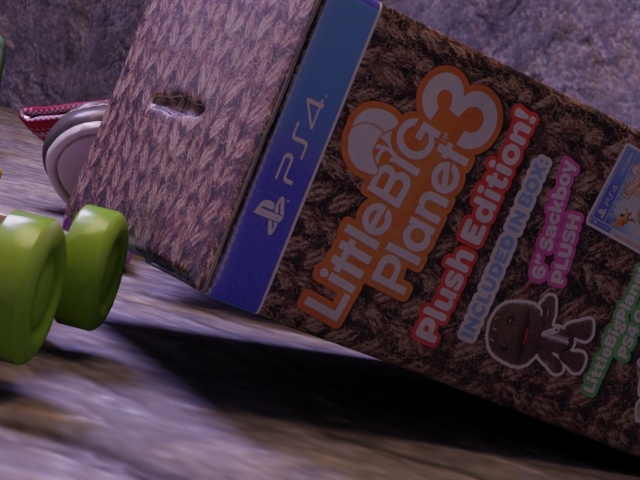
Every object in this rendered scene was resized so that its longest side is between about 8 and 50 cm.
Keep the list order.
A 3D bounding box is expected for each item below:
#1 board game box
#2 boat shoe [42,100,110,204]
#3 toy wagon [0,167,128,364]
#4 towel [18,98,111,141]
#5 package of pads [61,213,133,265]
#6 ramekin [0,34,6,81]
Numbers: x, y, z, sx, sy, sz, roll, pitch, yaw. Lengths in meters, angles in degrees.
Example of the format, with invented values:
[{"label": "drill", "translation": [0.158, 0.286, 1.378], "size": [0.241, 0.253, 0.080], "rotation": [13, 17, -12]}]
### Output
[{"label": "board game box", "translation": [0.052, -0.012, 0.777], "size": [0.291, 0.141, 0.232], "rotation": [22, 0, -26]}, {"label": "boat shoe", "translation": [-0.109, -0.058, 1.254], "size": [0.335, 0.112, 0.095], "rotation": [19, 36, -51]}, {"label": "toy wagon", "translation": [-0.223, -0.010, 0.672], "size": [0.267, 0.068, 0.344], "rotation": [14, 3, 4]}, {"label": "towel", "translation": [-0.130, -0.080, 1.415], "size": [0.198, 0.031, 0.275], "rotation": [-4, -17, 17]}, {"label": "package of pads", "translation": [-0.154, -0.003, 1.051], "size": [0.050, 0.032, 0.083], "rotation": [12, 4, -10]}, {"label": "ramekin", "translation": [-0.529, -0.210, 1.852], "size": [0.303, 0.148, 0.303], "rotation": [14, 4, -1]}]
